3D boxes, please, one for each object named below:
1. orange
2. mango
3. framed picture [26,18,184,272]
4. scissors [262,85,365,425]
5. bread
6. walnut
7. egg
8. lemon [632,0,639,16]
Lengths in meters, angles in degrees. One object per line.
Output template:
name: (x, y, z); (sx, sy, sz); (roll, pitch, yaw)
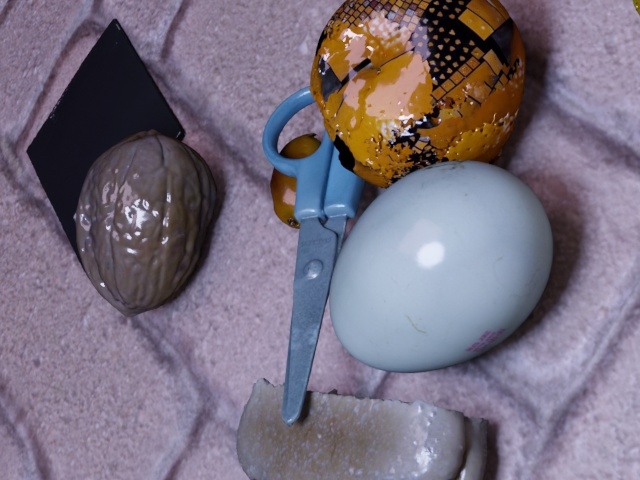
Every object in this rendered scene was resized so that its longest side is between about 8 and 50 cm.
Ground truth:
orange: (0.103, -0.163, 1.813); (0.234, 0.182, 0.234); (-16, 66, 40)
mango: (-0.018, -0.065, 2.019); (0.077, 0.063, 0.127); (-14, 52, 15)
framed picture: (-0.303, -0.136, 2.456); (0.244, 0.013, 0.324); (-54, 39, 18)
scissors: (0.000, 0.000, 1.889); (0.192, 0.029, 0.447); (-10, 51, 26)
bread: (0.026, 0.236, 1.777); (0.337, 0.102, 0.183); (1, 73, 53)
walnut: (-0.214, -0.020, 2.164); (0.178, 0.178, 0.230); (16, 96, 53)
egg: (0.110, 0.031, 1.710); (0.264, 0.183, 0.183); (-41, 44, 41)
lemon: (0.386, -0.239, 1.440); (0.310, 0.258, 0.258); (19, 87, 66)
